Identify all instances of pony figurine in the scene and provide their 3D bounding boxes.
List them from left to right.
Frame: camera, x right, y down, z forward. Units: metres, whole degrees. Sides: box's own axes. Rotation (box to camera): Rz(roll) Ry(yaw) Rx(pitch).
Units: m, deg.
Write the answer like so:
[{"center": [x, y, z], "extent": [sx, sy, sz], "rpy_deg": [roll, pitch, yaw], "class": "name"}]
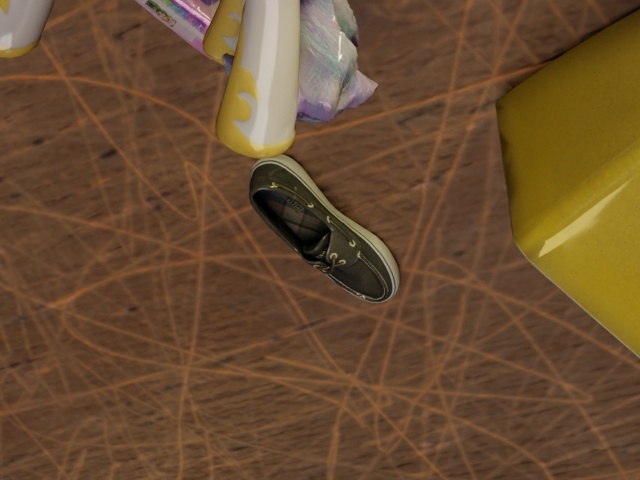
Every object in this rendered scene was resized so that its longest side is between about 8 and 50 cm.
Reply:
[{"center": [-0.044, -0.234, 0.671], "extent": [0.351, 0.303, 0.363], "rpy_deg": [23, 127, 23], "class": "pony figurine"}]

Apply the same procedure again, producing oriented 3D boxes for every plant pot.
[{"center": [0.244, -0.039, 0.786], "extent": [0.212, 0.212, 0.187], "rpy_deg": [39, 113, -15], "class": "plant pot"}]

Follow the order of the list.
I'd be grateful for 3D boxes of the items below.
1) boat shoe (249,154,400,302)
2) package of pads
[{"center": [0.000, 0.000, 0.970], "extent": [0.049, 0.040, 0.142], "rpy_deg": [-33, 112, 32], "class": "boat shoe"}, {"center": [-0.085, -0.158, 0.867], "extent": [0.083, 0.050, 0.032], "rpy_deg": [37, 136, -14], "class": "package of pads"}]
